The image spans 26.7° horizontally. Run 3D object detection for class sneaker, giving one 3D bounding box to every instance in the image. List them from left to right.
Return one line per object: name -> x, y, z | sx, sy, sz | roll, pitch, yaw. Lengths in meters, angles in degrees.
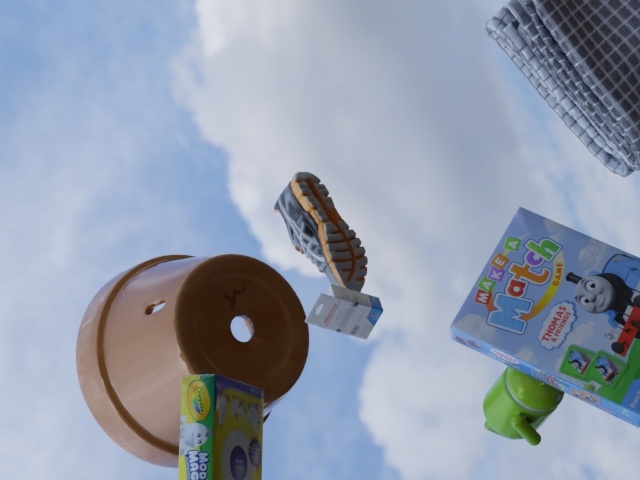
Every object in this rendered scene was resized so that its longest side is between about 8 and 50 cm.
sneaker -> 0.000, 0.000, 2.083 | 0.084, 0.083, 0.215 | -2, -121, -49

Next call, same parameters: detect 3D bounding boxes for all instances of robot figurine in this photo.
robot figurine -> 0.215, 0.165, 1.425 | 0.067, 0.115, 0.101 | 24, -133, -4

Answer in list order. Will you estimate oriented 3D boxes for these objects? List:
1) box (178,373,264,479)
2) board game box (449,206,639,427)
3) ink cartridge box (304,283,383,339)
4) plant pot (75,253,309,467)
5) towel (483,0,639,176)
box -> -0.095, 0.224, 1.290 | 0.105, 0.043, 0.179 | 30, -121, -61
board game box -> 0.263, 0.074, 1.382 | 0.160, 0.211, 0.039 | -58, -23, -20
ink cartridge box -> 0.026, 0.082, 1.595 | 0.083, 0.048, 0.028 | 17, -150, -22
plant pot -> -0.150, 0.141, 1.781 | 0.291, 0.203, 0.291 | 12, -113, -30
towel -> 0.388, -0.257, 1.717 | 0.283, 0.235, 0.121 | 50, 166, -2
